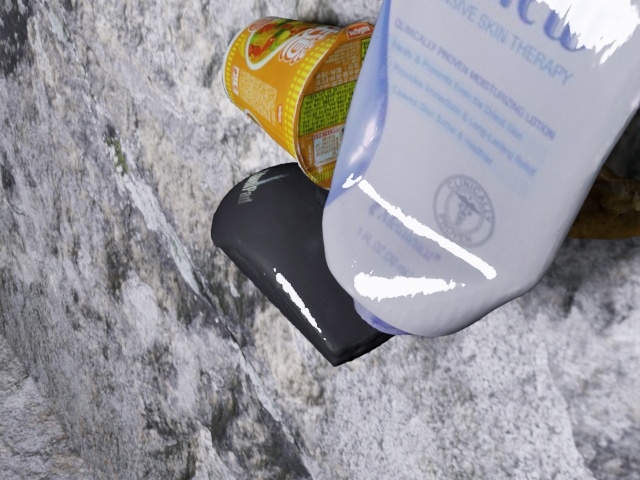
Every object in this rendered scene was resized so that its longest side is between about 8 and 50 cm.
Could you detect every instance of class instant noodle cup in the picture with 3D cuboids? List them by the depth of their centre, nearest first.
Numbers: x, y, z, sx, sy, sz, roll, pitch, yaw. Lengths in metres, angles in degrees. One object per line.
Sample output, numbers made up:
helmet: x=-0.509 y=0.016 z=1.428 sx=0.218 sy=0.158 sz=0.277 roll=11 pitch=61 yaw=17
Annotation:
instant noodle cup: x=-0.010 y=-0.160 z=0.893 sx=0.185 sy=0.168 sz=0.168 roll=35 pitch=134 yaw=46

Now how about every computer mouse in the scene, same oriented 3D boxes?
computer mouse: x=0.000 y=0.000 z=0.941 sx=0.269 sy=0.170 sz=0.100 roll=43 pitch=153 yaw=24

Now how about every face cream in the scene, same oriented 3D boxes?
face cream: x=0.114 y=-0.084 z=0.658 sx=0.235 sy=0.137 sz=0.420 roll=44 pitch=136 yaw=27

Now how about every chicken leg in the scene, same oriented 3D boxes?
chicken leg: x=0.238 y=-0.042 z=0.701 sx=0.207 sy=0.085 sz=0.101 roll=19 pitch=112 yaw=36
